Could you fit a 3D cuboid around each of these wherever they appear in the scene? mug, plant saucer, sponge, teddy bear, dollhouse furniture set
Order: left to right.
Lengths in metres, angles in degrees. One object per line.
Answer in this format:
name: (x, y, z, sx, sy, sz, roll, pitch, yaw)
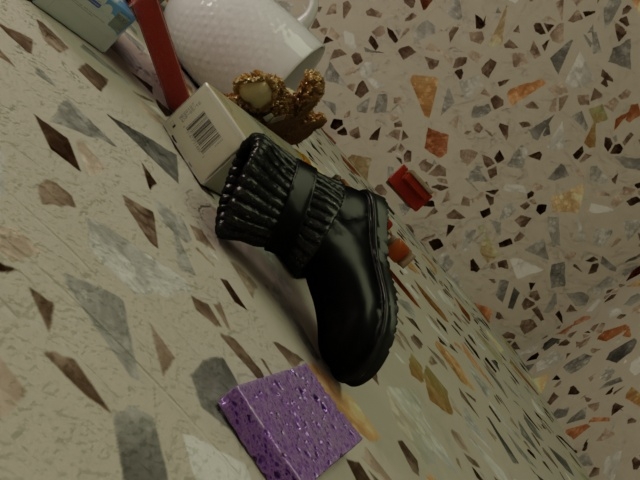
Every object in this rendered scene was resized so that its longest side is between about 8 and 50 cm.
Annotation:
plant saucer: (-0.307, -0.384, 1.278, 0.259, 0.047, 0.259, -117, -169, -51)
mug: (-0.167, -0.504, 1.602, 0.328, 0.374, 0.276, 42, 8, -2)
teddy bear: (-0.114, -0.279, 1.382, 0.338, 0.245, 0.113, -14, 72, -51)
sponge: (-0.025, 0.198, 0.732, 0.117, 0.031, 0.210, 52, 11, 14)
dollhouse furniture set: (0.124, -0.051, 1.534, 0.262, 0.259, 0.135, 47, 2, -6)

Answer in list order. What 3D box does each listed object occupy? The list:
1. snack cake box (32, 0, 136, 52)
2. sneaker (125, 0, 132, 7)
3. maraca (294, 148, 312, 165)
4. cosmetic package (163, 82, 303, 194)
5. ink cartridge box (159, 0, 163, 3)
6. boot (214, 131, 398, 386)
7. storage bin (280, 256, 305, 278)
snack cake box: (-0.436, -0.462, 1.159, 0.152, 0.089, 0.264, 31, 22, -56)
sneaker: (-0.480, -0.588, 1.450, 0.225, 0.088, 0.093, 55, 1, -5)
maraca: (-0.089, -0.168, 1.511, 0.185, 0.099, 0.127, 34, 3, -4)
cosmetic package: (-0.128, -0.144, 1.244, 0.160, 0.113, 0.309, 55, 13, 25)
ink cartridge box: (-0.423, -0.726, 1.548, 0.324, 0.330, 0.071, 44, 51, -25)
boot: (-0.029, 0.025, 0.991, 0.260, 0.131, 0.348, 23, 48, -29)
storage bin: (0.000, 0.000, 1.233, 0.084, 0.122, 0.180, 52, 12, 11)
